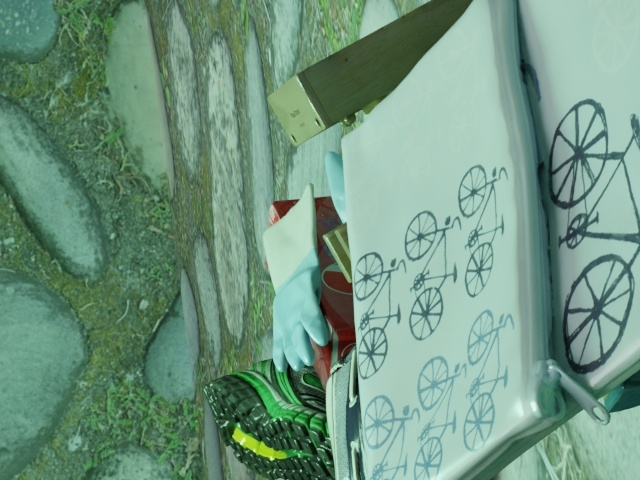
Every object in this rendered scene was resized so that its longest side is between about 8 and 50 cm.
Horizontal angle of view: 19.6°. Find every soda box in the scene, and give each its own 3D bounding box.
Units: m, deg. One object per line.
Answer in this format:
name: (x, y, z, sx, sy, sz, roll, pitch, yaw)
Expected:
soda box: (0.020, 0.050, 1.835, 0.263, 0.092, 0.083, -118, 27, -57)

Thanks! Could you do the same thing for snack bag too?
snack bag: (0.117, -0.032, 1.036, 0.342, 0.037, 0.323, -44, 37, 43)

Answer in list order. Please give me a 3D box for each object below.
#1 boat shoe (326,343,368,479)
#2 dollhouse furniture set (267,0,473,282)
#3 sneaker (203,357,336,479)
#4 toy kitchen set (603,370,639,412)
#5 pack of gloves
boat shoe: (0.081, 0.225, 1.581, 0.158, 0.127, 0.341, 119, 142, -60)
dollhouse furniture set: (0.098, -0.044, 1.346, 0.242, 0.161, 0.212, 60, 165, -3)
sneaker: (0.017, 0.178, 1.830, 0.343, 0.146, 0.134, 27, 144, 55)
toy kitchen set: (0.153, 0.064, 1.074, 0.207, 0.166, 0.122, 106, 154, -61)
pack of gloves: (0.000, 0.000, 1.741, 0.195, 0.046, 0.232, -45, 32, 27)
